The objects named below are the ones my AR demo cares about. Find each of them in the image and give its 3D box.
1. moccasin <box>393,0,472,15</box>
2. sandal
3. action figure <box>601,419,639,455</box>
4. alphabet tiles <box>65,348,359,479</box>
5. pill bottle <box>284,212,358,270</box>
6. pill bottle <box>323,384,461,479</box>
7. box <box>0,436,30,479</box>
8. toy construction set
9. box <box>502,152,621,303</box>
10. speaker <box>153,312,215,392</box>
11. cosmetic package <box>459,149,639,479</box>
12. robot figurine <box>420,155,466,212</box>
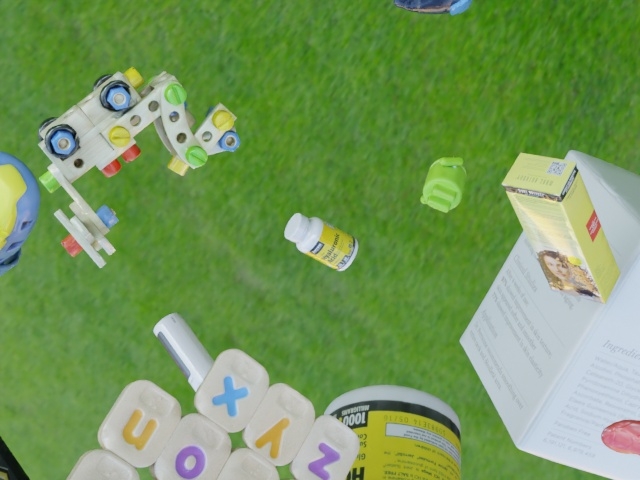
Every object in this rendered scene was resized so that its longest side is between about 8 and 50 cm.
[{"bbox_3d":[0.130,-0.457,1.474,0.116,0.342,0.138,-3,167,5],"label":"moccasin"},{"bbox_3d":[-0.370,-0.023,1.279,0.317,0.138,0.126,-27,88,54],"label":"sandal"},{"bbox_3d":[0.102,0.197,0.538,0.139,0.280,0.091,-13,109,25],"label":"action figure"},{"bbox_3d":[-0.089,0.252,1.039,0.284,0.278,0.021,38,157,-19],"label":"alphabet tiles"},{"bbox_3d":[0.000,0.000,1.948,0.116,0.065,0.065,28,144,-25],"label":"pill bottle"},{"bbox_3d":[0.082,0.367,1.469,0.188,0.334,0.188,4,142,3],"label":"pill bottle"},{"bbox_3d":[-0.397,0.262,1.104,0.073,0.293,0.295,-13,122,14],"label":"box"},{"bbox_3d":[-0.282,-0.122,1.705,0.151,0.328,0.215,10,142,55],"label":"toy construction set"},{"bbox_3d":[0.315,-0.012,1.510,0.087,0.058,0.232,14,149,40],"label":"box"},{"bbox_3d":[-0.216,0.185,1.912,0.136,0.055,0.055,51,147,23],"label":"speaker"},{"bbox_3d":[0.485,0.131,1.855,0.327,0.329,0.394,20,112,-19],"label":"cosmetic package"},{"bbox_3d":[0.211,-0.096,1.968,0.067,0.115,0.101,21,129,1],"label":"robot figurine"}]
